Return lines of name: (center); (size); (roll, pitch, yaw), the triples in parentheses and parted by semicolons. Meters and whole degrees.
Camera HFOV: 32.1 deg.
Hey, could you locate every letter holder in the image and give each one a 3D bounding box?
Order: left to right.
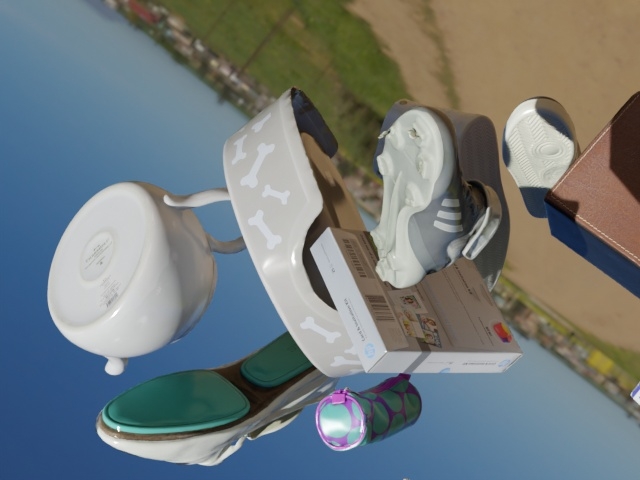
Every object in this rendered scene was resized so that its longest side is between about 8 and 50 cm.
letter holder: (0.476, -0.024, 1.428); (0.302, 0.214, 0.152); (39, 176, 23)

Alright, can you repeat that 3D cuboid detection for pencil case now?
pencil case: (0.059, 0.195, 1.275); (0.065, 0.070, 0.152); (7, -175, 30)

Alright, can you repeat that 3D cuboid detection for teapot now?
teapot: (-0.227, 0.049, 1.499); (0.256, 0.252, 0.187); (-3, 158, 45)

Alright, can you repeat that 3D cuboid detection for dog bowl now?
dog bowl: (0.000, 0.000, 1.287); (0.349, 0.102, 0.348); (-24, -90, -81)

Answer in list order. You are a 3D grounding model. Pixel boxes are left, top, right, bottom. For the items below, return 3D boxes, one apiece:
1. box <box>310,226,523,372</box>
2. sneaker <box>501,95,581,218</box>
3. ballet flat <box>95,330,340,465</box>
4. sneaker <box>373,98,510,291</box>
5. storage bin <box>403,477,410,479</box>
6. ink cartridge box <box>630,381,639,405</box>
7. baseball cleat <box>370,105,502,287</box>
box: (0.094, 0.059, 1.074); (0.186, 0.038, 0.145); (4, -131, -39)
sneaker: (0.397, -0.178, 1.977); (0.131, 0.148, 0.350); (1, 153, 15)
ballet flat: (-0.116, 0.229, 1.497); (0.400, 0.139, 0.139); (-20, -134, -38)
sneaker: (0.162, -0.058, 1.525); (0.169, 0.108, 0.292); (24, 133, 41)
storage bin: (0.122, 0.389, 1.023); (0.260, 0.123, 0.262); (9, 121, 69)
ink cartridge box: (0.414, 0.162, 1.018); (0.045, 0.223, 0.224); (-15, -124, -30)
baseball cleat: (0.095, -0.042, 0.869); (0.072, 0.109, 0.206); (61, 159, 26)
